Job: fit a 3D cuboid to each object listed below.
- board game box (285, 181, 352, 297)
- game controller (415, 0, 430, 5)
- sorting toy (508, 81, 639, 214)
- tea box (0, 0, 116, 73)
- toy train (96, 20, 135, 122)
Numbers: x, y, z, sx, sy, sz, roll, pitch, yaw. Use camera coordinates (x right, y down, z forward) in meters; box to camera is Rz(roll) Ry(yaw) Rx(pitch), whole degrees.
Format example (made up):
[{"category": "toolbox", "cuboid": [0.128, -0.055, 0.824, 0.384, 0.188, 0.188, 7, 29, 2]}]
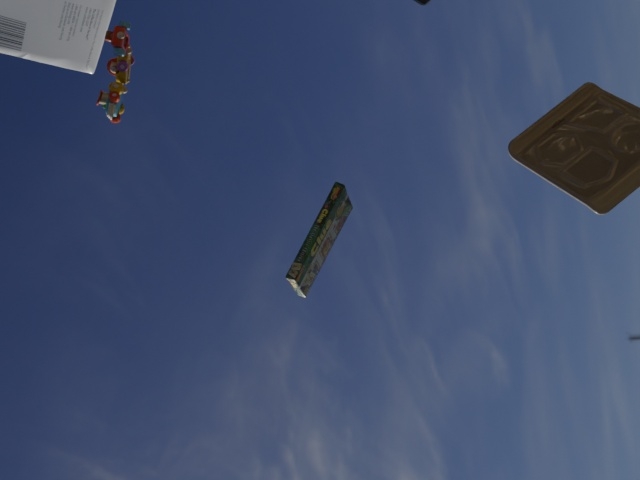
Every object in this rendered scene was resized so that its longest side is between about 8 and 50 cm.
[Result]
[{"category": "board game box", "cuboid": [0.000, 0.000, 2.020, 0.259, 0.030, 0.136, -63, -22, -14]}, {"category": "game controller", "cuboid": [0.160, -0.635, 1.729, 0.166, 0.067, 0.319, 16, -119, -63]}, {"category": "sorting toy", "cuboid": [0.431, -0.145, 1.336, 0.193, 0.208, 0.038, -38, -42, -7]}, {"category": "tea box", "cuboid": [-0.480, -0.552, 1.568, 0.220, 0.329, 0.323, 11, -130, -22]}, {"category": "toy train", "cuboid": [-0.356, -0.286, 1.456, 0.125, 0.046, 0.166, 152, 129, -88]}]
